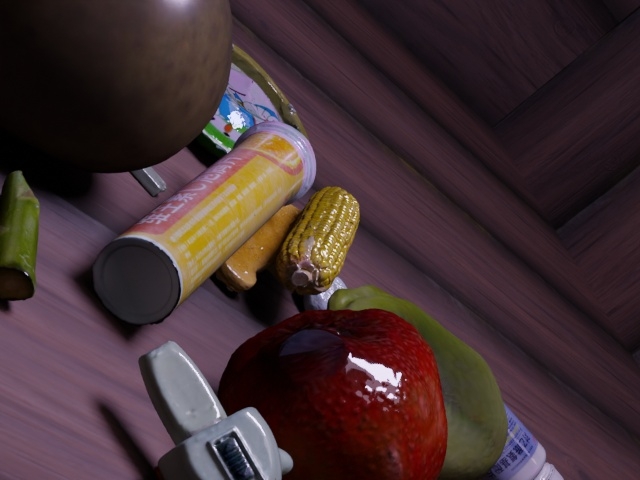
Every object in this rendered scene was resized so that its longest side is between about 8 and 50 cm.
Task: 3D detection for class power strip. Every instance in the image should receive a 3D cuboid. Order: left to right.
[{"bbox_3d":[-0.213,-0.087,1.587,0.083,0.017,0.027,48,15,-8],"label":"power strip"}]

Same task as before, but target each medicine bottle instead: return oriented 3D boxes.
[{"bbox_3d":[-0.112,-0.028,1.471,0.108,0.108,0.426,49,24,-4],"label":"medicine bottle"},{"bbox_3d":[0.235,0.281,1.811,0.186,0.103,0.103,49,16,-5],"label":"medicine bottle"}]

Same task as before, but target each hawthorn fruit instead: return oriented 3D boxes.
[{"bbox_3d":[0.031,0.194,1.303,0.266,0.210,0.230,63,9,-6],"label":"hawthorn fruit"}]

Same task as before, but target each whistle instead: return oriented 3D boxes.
[{"bbox_3d":[-0.081,0.202,1.152,0.102,0.106,0.253,-20,75,-54],"label":"whistle"}]

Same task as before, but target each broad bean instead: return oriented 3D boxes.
[{"bbox_3d":[0.111,0.178,1.655,0.291,0.119,0.238,40,33,-14],"label":"broad bean"}]

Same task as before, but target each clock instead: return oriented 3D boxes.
[{"bbox_3d":[-0.105,-0.203,2.068,0.237,0.057,0.237,46,18,-20],"label":"clock"}]

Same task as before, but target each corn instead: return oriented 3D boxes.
[{"bbox_3d":[0.000,0.000,1.651,0.080,0.080,0.238,48,25,-8],"label":"corn"}]

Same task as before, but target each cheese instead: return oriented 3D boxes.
[{"bbox_3d":[-0.159,-0.189,1.838,0.320,0.083,0.204,26,32,-37],"label":"cheese"}]

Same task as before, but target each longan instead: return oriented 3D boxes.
[{"bbox_3d":[-0.236,-0.222,1.376,0.319,0.319,0.319,45,17,-18],"label":"longan"}]

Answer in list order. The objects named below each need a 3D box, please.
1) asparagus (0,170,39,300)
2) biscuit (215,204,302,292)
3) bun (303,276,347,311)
[{"bbox_3d":[-0.273,-0.006,1.211,0.178,0.045,0.041,-104,-177,-57],"label":"asparagus"},{"bbox_3d":[-0.080,-0.002,1.661,0.240,0.035,0.158,-6,60,-58],"label":"biscuit"},{"bbox_3d":[0.007,0.077,1.747,0.083,0.045,0.083,39,31,-30],"label":"bun"}]
